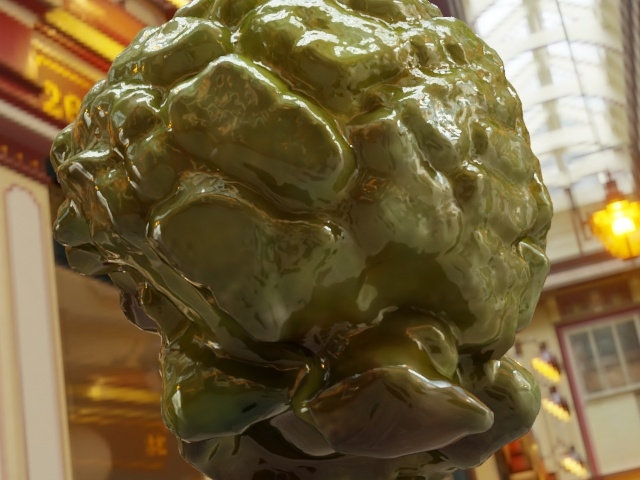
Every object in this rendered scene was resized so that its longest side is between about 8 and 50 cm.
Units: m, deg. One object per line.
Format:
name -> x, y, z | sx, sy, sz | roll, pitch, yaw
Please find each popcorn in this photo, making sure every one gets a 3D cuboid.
popcorn -> 0.000, 0.000, 0.627 | 0.224, 0.258, 0.270 | -24, 17, -6
